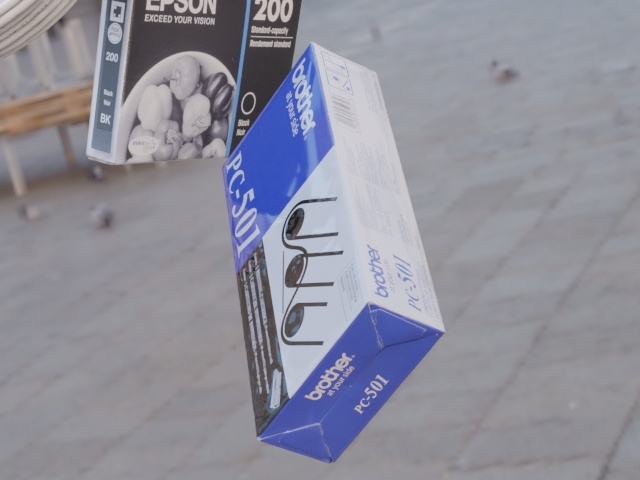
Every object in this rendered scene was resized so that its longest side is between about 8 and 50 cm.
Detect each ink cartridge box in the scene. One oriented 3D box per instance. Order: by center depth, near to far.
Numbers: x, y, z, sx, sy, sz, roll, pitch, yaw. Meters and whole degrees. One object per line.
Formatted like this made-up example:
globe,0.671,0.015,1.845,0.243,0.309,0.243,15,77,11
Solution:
ink cartridge box,0.000,0.000,0.814,0.046,0.097,0.207,22,33,-25
ink cartridge box,-0.094,-0.167,1.301,0.045,0.208,0.206,14,13,35

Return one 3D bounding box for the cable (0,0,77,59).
cable,-0.262,-0.234,1.161,0.257,0.257,0.089,11,-20,23
